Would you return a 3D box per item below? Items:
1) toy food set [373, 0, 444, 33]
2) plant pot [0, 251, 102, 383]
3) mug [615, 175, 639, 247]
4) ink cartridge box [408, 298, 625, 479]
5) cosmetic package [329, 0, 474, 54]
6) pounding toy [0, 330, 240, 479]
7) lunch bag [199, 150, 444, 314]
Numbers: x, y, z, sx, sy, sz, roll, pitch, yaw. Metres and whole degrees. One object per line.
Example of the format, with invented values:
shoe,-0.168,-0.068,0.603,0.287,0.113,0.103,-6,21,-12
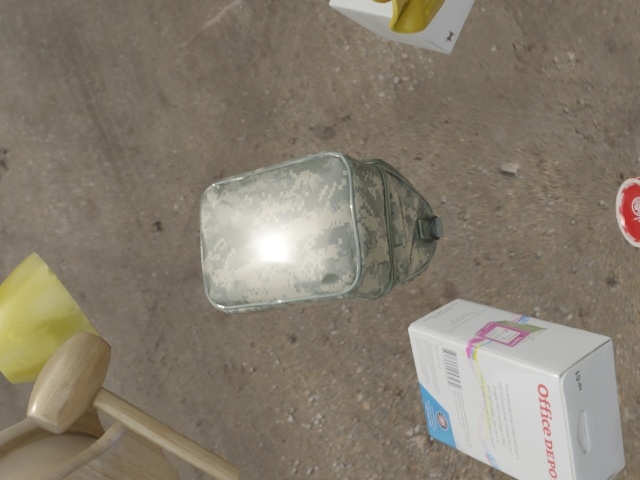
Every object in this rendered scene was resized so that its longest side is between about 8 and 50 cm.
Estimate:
toy food set,0.109,-0.349,0.906,0.071,0.218,0.128,6,134,33
plant pot,-0.300,0.093,0.749,0.095,0.134,0.134,-37,75,-21
mug,0.484,-0.059,0.912,0.169,0.150,0.113,-8,51,-7
ink cartridge box,0.120,0.096,0.448,0.122,0.052,0.089,14,121,55
cosmetic package,0.145,-0.426,1.208,0.183,0.151,0.151,32,102,46
pounding toy,-0.152,0.204,0.489,0.154,0.154,0.270,13,137,27
lunch bag,0.000,0.000,1.083,0.305,0.256,0.213,-12,77,35
